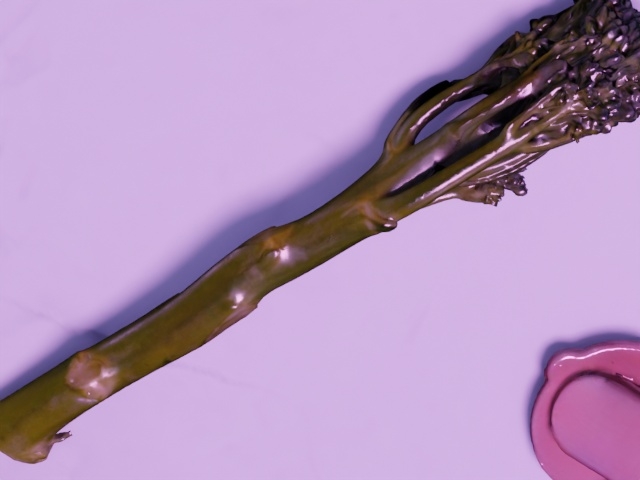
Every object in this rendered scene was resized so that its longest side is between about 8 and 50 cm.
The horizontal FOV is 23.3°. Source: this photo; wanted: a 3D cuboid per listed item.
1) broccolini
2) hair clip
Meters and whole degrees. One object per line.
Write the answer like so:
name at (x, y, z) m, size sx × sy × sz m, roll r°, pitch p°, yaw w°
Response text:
broccolini at (0.002, 0.004, 0.776) m, size 0.392 × 0.078 × 0.074 m, roll -32°, pitch 120°, yaw 16°
hair clip at (0.189, 0.104, 0.830) m, size 0.138 × 0.102 × 0.123 m, roll 28°, pitch 107°, yaw 21°
